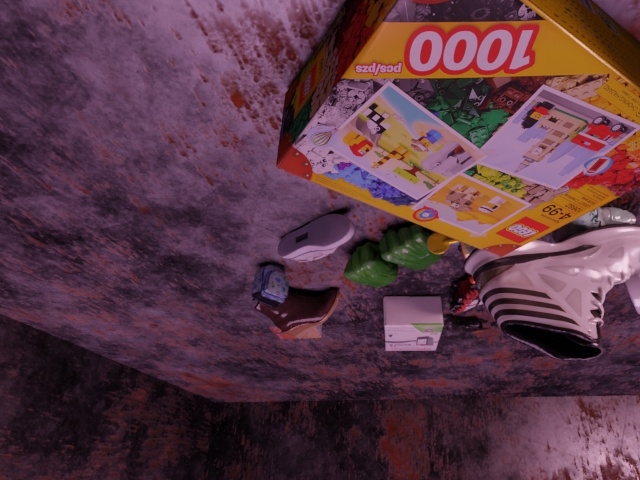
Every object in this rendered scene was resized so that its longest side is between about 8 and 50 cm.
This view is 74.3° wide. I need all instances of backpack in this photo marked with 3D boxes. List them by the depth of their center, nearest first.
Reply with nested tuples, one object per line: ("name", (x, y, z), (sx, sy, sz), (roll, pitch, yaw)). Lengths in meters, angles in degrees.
("backpack", (-0.149, 0.133, 1.300), (0.084, 0.115, 0.105), (-25, 141, 37))

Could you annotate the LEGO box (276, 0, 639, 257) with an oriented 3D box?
("LEGO box", (0.238, -0.196, 0.661), (0.499, 0.193, 0.372), (18, 145, -23))

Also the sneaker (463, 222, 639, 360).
("sneaker", (0.549, 0.119, 0.876), (0.446, 0.258, 0.169), (-6, 144, -5))

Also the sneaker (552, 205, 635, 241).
("sneaker", (0.602, -0.074, 0.917), (0.150, 0.094, 0.256), (-3, 157, 20))

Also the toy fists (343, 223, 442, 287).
("toy fists", (0.184, 0.043, 1.150), (0.142, 0.096, 0.279), (18, 145, -40))

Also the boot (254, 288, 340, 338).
("boot", (-0.078, 0.212, 1.438), (0.206, 0.090, 0.248), (40, 108, -15))

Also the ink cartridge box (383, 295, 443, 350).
("ink cartridge box", (0.330, 0.308, 1.537), (0.198, 0.115, 0.273), (-2, 148, 9))

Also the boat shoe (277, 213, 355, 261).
("boat shoe", (0.000, 0.000, 1.110), (0.258, 0.095, 0.084), (-13, 150, 43))

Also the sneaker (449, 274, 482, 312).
("sneaker", (0.489, 0.155, 1.293), (0.134, 0.098, 0.276), (8, 147, -4))

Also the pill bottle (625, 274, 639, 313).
("pill bottle", (0.968, 0.097, 1.098), (0.283, 0.162, 0.161), (-23, 140, 35))

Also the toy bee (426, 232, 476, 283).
("toy bee", (0.379, 0.011, 1.015), (0.195, 0.162, 0.298), (-27, 138, 36))

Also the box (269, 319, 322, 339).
("box", (-0.090, 0.308, 1.600), (0.170, 0.091, 0.130), (-6, 147, 14))

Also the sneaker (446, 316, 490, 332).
("sneaker", (0.557, 0.313, 1.592), (0.170, 0.051, 0.089), (22, 144, -36))
